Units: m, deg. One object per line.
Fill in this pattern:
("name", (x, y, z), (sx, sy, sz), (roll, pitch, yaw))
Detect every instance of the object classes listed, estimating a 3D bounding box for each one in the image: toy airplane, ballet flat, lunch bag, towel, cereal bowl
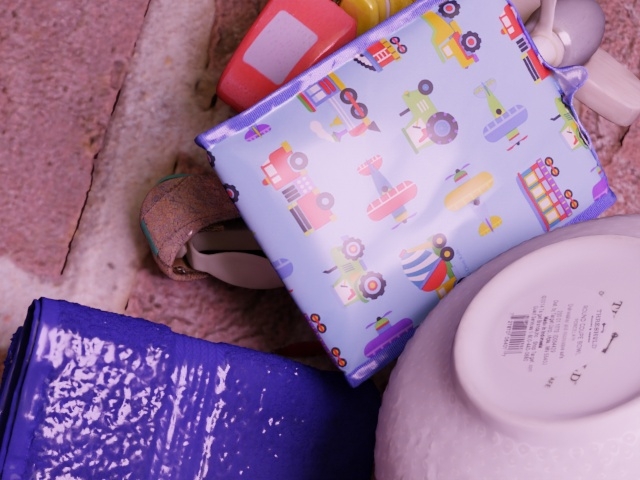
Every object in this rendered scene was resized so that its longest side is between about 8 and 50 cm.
("toy airplane", (0.092, -0.267, 1.136), (0.386, 0.272, 0.385), (1, 59, -9))
("ballet flat", (0.000, 0.000, 1.094), (0.315, 0.108, 0.106), (-3, 42, -10))
("lunch bag", (0.084, -0.063, 0.971), (0.293, 0.138, 0.221), (-32, 96, -1))
("towel", (-0.108, 0.185, 0.956), (0.308, 0.076, 0.228), (16, 81, -26))
("cereal bowl", (0.183, 0.101, 0.790), (0.339, 0.339, 0.141), (-52, 133, -27))

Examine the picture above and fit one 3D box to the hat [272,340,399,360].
("hat", (0.116, 0.123, 1.097), (0.183, 0.173, 0.208), (-47, 47, -4))
